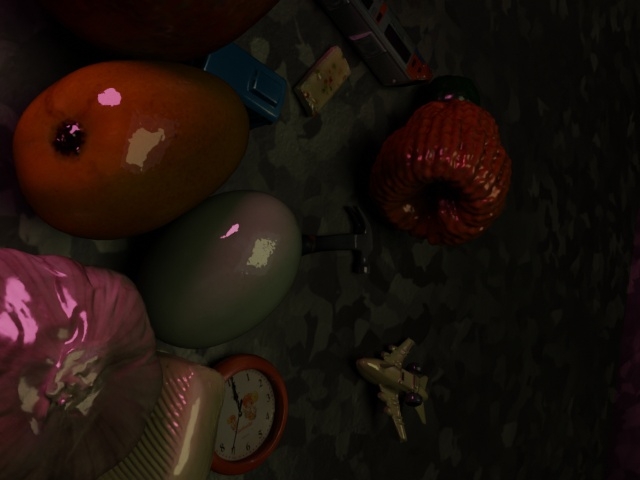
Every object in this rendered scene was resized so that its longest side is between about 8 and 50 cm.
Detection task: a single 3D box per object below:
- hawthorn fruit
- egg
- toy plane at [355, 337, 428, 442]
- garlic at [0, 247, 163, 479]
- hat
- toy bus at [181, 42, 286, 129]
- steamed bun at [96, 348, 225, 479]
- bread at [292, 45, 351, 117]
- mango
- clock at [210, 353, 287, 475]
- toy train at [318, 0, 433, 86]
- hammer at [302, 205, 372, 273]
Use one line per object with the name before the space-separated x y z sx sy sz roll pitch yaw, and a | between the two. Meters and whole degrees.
hawthorn fruit | -0.193 -0.424 0.987 0.402 0.402 0.403 -2 92 -47
egg | -0.152 0.044 1.123 0.282 0.203 0.203 -43 131 10
toy plane | 0.161 0.297 1.580 0.244 0.092 0.229 41 47 -43
garlic | -0.333 0.170 0.918 0.317 0.259 0.318 7 76 -31
hat | 0.288 -0.186 1.572 0.400 0.285 0.285 -55 128 -37
toy bus | -0.143 -0.257 1.224 0.184 0.106 0.090 27 69 -44
steamed bun | -0.228 0.288 1.113 0.152 0.169 0.239 38 61 -61
bread | 0.006 -0.306 1.441 0.154 0.028 0.068 -53 125 -34
mango | -0.236 -0.130 1.030 0.221 0.263 0.378 60 30 2
clock | -0.139 0.296 1.282 0.205 0.051 0.205 -2 93 -46
toy train | 0.088 -0.431 1.482 0.409 0.086 0.089 44 61 -39
hammer | 0.000 0.000 1.433 0.289 0.037 0.137 -1 92 -47
